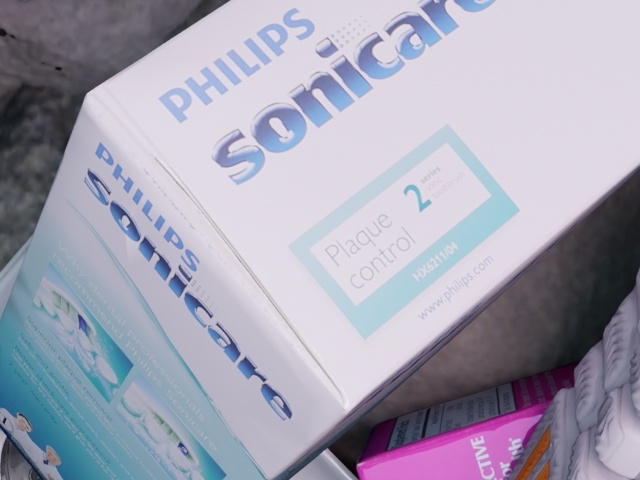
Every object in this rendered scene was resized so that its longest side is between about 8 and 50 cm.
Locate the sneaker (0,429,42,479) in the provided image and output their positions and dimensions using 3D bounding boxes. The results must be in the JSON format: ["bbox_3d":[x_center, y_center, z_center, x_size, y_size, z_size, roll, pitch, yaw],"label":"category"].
[{"bbox_3d":[-0.090,0.186,0.766,0.106,0.078,0.234,-20,88,21],"label":"sneaker"}]

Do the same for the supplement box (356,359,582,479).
[{"bbox_3d":[0.137,0.108,0.696,0.220,0.114,0.111,-19,90,7],"label":"supplement box"}]

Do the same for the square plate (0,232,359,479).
[{"bbox_3d":[-0.108,0.208,0.841,0.347,0.049,0.344,46,106,7],"label":"square plate"}]

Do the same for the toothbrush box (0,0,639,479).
[{"bbox_3d":[0.000,0.000,0.622,0.126,0.216,0.295,49,151,7],"label":"toothbrush box"}]

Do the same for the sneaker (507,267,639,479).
[{"bbox_3d":[0.193,0.056,0.542,0.180,0.125,0.321,23,131,-3],"label":"sneaker"}]
